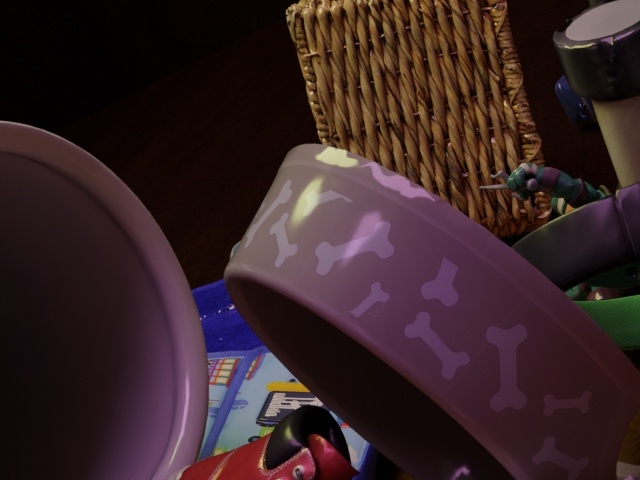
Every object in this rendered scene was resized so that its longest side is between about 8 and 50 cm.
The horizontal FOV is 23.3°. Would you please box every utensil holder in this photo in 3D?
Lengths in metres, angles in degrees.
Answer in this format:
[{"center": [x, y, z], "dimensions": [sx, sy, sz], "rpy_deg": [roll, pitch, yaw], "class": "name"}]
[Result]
[{"center": [-0.339, 0.126, 1.242], "dimensions": [0.385, 0.328, 0.327], "rpy_deg": [-24, 19, 33], "class": "utensil holder"}]

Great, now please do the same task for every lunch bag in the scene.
[{"center": [-0.057, 0.193, 1.398], "dimensions": [0.293, 0.138, 0.221], "rpy_deg": [-12, 23, 17], "class": "lunch bag"}, {"center": [0.328, -0.178, 1.814], "dimensions": [0.098, 0.067, 0.065], "rpy_deg": [-44, 21, -32], "class": "lunch bag"}]

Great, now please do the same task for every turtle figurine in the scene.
[{"center": [0.225, 0.001, 1.361], "dimensions": [0.118, 0.175, 0.234], "rpy_deg": [-22, 29, 3], "class": "turtle figurine"}]

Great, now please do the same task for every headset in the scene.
[{"center": [0.322, 0.026, 1.083], "dimensions": [0.394, 0.185, 0.243], "rpy_deg": [-18, -23, 14], "class": "headset"}]

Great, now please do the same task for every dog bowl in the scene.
[{"center": [0.077, 0.086, 1.096], "dimensions": [0.102, 0.349, 0.349], "rpy_deg": [-50, 22, -14], "class": "dog bowl"}]

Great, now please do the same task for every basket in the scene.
[{"center": [0.110, -0.134, 1.665], "dimensions": [0.223, 0.299, 0.213], "rpy_deg": [-16, 1, 5], "class": "basket"}]

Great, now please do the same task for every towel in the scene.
[{"center": [-0.125, 0.125, 1.724], "dimensions": [0.227, 0.076, 0.308], "rpy_deg": [-26, 18, 20], "class": "towel"}]

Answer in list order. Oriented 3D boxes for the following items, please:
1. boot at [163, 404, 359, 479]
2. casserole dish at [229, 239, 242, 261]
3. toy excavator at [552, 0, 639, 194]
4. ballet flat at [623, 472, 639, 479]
[{"center": [-0.055, 0.219, 1.046], "dimensions": [0.176, 0.088, 0.244], "rpy_deg": [-32, 26, 31], "class": "boot"}, {"center": [-0.047, 0.000, 2.001], "dimensions": [0.188, 0.037, 0.114], "rpy_deg": [-30, 17, 7], "class": "casserole dish"}, {"center": [0.440, -0.132, 1.324], "dimensions": [0.445, 0.222, 0.433], "rpy_deg": [-12, 26, 26], "class": "toy excavator"}, {"center": [0.070, 0.242, 0.998], "dimensions": [0.409, 0.147, 0.147], "rpy_deg": [-24, 19, 25], "class": "ballet flat"}]
